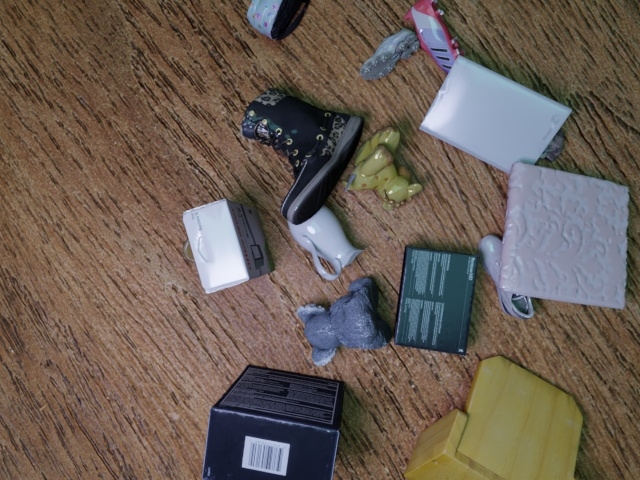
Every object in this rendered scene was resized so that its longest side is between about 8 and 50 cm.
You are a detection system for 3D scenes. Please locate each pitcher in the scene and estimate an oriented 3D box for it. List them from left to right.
[{"bbox_3d":[0.000,0.000,1.104,0.207,0.178,0.125,46,124,2],"label":"pitcher"}]

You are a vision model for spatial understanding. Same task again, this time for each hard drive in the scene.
[{"bbox_3d":[0.445,-0.317,1.084,0.307,0.040,0.203,29,118,6],"label":"hard drive"}]

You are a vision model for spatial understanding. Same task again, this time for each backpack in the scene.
[{"bbox_3d":[-0.115,-0.648,1.136,0.115,0.152,0.182,34,106,10],"label":"backpack"}]

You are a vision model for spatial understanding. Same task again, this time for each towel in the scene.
[{"bbox_3d":[0.613,-0.011,1.048,0.317,0.053,0.331,11,80,-4],"label":"towel"}]

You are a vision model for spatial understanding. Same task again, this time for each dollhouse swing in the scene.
[{"bbox_3d":[0.468,0.546,1.114,0.347,0.305,0.315,29,135,5],"label":"dollhouse swing"}]

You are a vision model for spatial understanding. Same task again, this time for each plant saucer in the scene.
[{"bbox_3d":[-0.367,0.026,1.220,0.083,0.015,0.083,0,90,6],"label":"plant saucer"}]

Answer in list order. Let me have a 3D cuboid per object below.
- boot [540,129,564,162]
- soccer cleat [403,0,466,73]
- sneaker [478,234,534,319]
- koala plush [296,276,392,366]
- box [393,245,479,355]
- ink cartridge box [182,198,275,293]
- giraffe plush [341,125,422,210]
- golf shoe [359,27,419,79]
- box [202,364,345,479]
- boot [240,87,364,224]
[{"bbox_3d":[0.586,-0.262,1.107,0.118,0.042,0.087,24,101,12],"label":"boot"},{"bbox_3d":[0.316,-0.529,1.123,0.095,0.083,0.248,-25,95,38],"label":"soccer cleat"},{"bbox_3d":[0.494,0.092,1.091,0.090,0.095,0.235,-25,86,7],"label":"sneaker"},{"bbox_3d":[0.051,0.224,1.103,0.221,0.203,0.196,-18,88,18],"label":"koala plush"},{"bbox_3d":[0.302,0.154,1.107,0.184,0.103,0.261,8,91,9],"label":"box"},{"bbox_3d":[-0.224,0.013,1.075,0.115,0.273,0.198,-17,89,6],"label":"ink cartridge box"},{"bbox_3d":[0.177,-0.170,1.101,0.170,0.181,0.210,32,83,-16],"label":"giraffe plush"},{"bbox_3d":[0.181,-0.513,1.146,0.176,0.069,0.086,-28,54,14],"label":"golf shoe"},{"bbox_3d":[-0.097,0.469,1.055,0.296,0.294,0.182,8,94,6],"label":"box"},{"bbox_3d":[-0.079,-0.235,1.078,0.284,0.138,0.377,27,64,9],"label":"boot"}]
